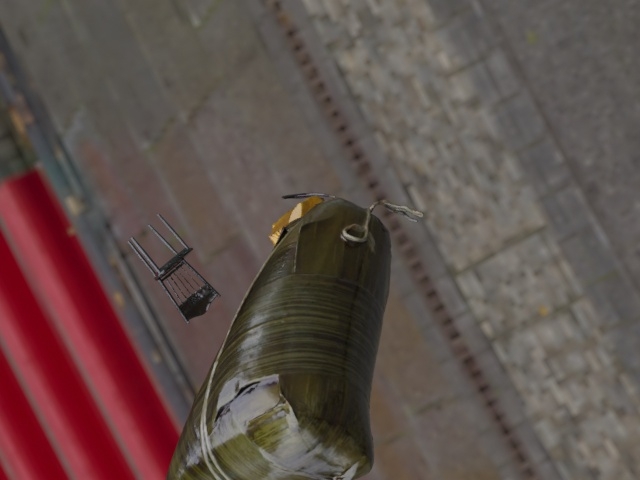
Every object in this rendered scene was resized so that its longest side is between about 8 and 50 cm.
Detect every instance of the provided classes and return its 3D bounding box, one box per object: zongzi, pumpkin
[{"bbox_3d":[-0.046,0.096,1.390,0.111,0.247,0.241,33,136,-24],"label":"zongzi"},{"bbox_3d":[0.000,0.000,1.651,0.083,0.054,0.074,42,151,-10],"label":"pumpkin"}]

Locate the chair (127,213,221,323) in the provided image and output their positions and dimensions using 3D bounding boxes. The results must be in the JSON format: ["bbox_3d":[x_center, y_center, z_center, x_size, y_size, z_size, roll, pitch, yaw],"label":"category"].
[{"bbox_3d":[-0.114,0.023,1.471,0.086,0.037,0.042,51,164,-6],"label":"chair"}]
